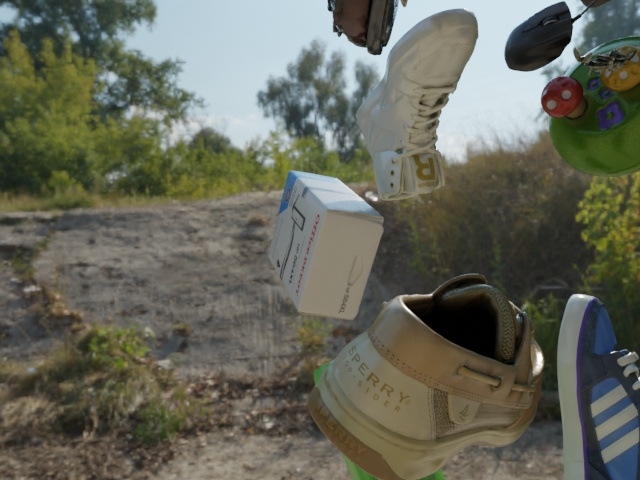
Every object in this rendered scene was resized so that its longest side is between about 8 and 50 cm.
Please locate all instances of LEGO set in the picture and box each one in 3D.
[{"bbox_3d":[0.264,-0.154,0.586,0.083,0.024,0.054,22,31,39],"label":"LEGO set"}]

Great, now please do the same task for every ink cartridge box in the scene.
[{"bbox_3d":[0.000,0.000,0.942,0.085,0.148,0.203,10,16,-19],"label":"ink cartridge box"}]

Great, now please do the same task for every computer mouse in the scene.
[{"bbox_3d":[0.319,-0.290,0.839,0.041,0.071,0.242,17,-29,-28],"label":"computer mouse"}]

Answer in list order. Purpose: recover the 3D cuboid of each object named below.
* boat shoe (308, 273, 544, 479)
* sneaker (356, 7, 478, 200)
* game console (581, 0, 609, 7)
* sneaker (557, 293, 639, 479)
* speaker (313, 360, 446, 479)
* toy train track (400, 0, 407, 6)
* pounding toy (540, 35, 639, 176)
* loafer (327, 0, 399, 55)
[{"bbox_3d":[0.125,0.092,0.536,0.121,0.110,0.341,37,18,24],"label":"boat shoe"},{"bbox_3d":[0.136,-0.149,0.859,0.108,0.169,0.292,-8,-15,-15],"label":"sneaker"},{"bbox_3d":[0.536,-0.503,1.137,0.293,0.173,0.250,-24,17,42],"label":"game console"},{"bbox_3d":[0.446,0.230,0.872,0.236,0.323,0.130,-4,-10,34],"label":"sneaker"},{"bbox_3d":[0.095,0.299,0.925,0.131,0.297,0.131,-22,-14,-6],"label":"speaker"},{"bbox_3d":[0.114,-0.340,0.861,0.014,0.048,0.083,-5,-38,-17],"label":"toy train track"},{"bbox_3d":[0.357,-0.165,0.795,0.110,0.183,0.237,19,22,-41],"label":"pounding toy"},{"bbox_3d":[0.030,-0.249,0.603,0.095,0.109,0.303,12,36,3],"label":"loafer"}]
